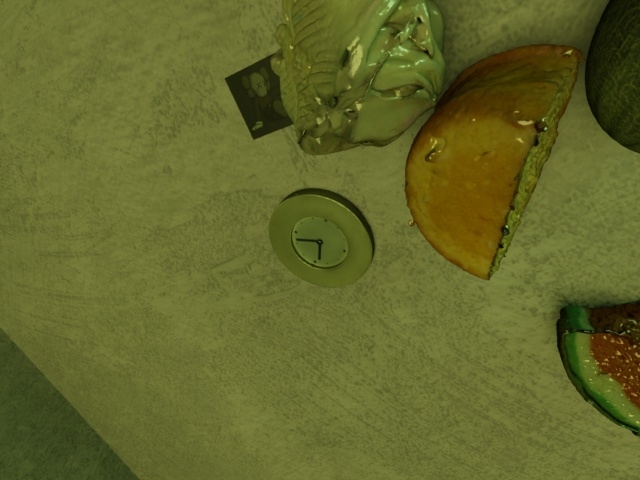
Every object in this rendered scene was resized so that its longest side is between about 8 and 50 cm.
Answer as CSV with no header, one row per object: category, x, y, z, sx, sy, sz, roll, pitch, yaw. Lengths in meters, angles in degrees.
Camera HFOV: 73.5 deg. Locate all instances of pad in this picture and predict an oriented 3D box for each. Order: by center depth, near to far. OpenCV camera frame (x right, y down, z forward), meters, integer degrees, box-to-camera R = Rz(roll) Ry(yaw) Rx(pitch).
pad,-0.080,-0.274,0.796,0.190,0.004,0.127,-13,114,29

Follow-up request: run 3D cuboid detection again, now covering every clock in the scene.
clock,0.000,0.000,0.918,0.234,0.029,0.235,12,126,17

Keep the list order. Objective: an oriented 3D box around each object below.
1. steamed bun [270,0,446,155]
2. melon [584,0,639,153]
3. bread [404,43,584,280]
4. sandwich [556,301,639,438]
steamed bun,0.063,-0.275,0.610,0.268,0.207,0.280,125,130,-58
melon,0.431,-0.225,0.446,0.237,0.237,0.302,32,133,3
bread,0.223,-0.108,0.631,0.178,0.194,0.340,24,144,25
sandwich,0.540,0.208,0.756,0.292,0.109,0.212,33,122,-1
